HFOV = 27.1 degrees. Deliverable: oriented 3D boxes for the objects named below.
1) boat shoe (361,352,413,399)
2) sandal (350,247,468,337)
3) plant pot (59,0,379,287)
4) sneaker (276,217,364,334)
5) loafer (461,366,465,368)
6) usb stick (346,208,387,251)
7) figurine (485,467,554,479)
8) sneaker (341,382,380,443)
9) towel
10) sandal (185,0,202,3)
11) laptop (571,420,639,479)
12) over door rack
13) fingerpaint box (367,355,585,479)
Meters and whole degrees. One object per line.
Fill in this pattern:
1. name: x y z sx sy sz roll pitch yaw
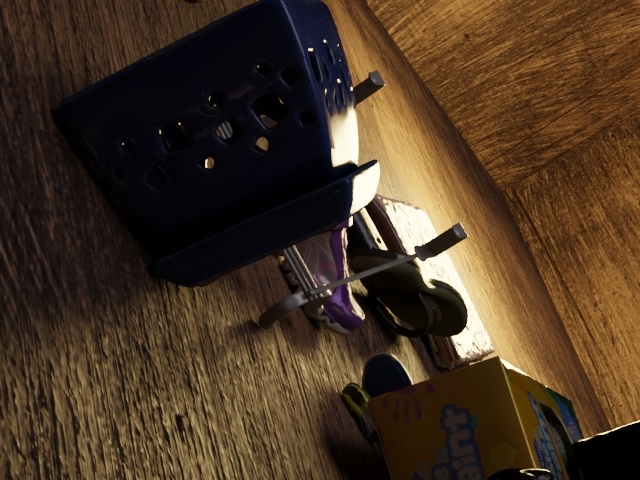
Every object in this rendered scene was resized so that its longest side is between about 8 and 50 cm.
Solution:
1. boat shoe: 0.099 0.226 1.620 0.066 0.066 0.183 23 49 -77
2. sandal: 0.119 0.091 1.916 0.303 0.120 0.086 37 55 -56
3. plant pot: -0.074 -0.091 1.274 0.212 0.236 0.236 66 12 -2
4. sneaker: 0.000 0.000 1.621 0.236 0.105 0.095 61 12 -2
5. loafer: 0.261 0.252 2.181 0.056 0.050 0.148 54 15 -26
6. usb stick: 0.021 -0.082 2.002 0.278 0.045 0.077 62 12 5
7. figurine: 0.108 0.270 1.218 0.092 0.209 0.215 63 14 11
8. sneaker: 0.056 0.200 1.564 0.083 0.031 0.035 58 13 -10
9. towel: 0.184 0.070 2.277 0.317 0.053 0.332 64 14 10
10. sandal: -0.183 -0.400 1.905 0.090 0.060 0.219 46 33 -30
11. laptop: 0.438 0.373 1.422 0.236 0.408 0.382 -3 71 -38
12. over door rack: -0.005 -0.046 1.528 0.324 0.108 0.239 -21 80 -46
13. fingerpaint box: 0.240 0.380 1.459 0.371 0.163 0.444 32 39 -64
